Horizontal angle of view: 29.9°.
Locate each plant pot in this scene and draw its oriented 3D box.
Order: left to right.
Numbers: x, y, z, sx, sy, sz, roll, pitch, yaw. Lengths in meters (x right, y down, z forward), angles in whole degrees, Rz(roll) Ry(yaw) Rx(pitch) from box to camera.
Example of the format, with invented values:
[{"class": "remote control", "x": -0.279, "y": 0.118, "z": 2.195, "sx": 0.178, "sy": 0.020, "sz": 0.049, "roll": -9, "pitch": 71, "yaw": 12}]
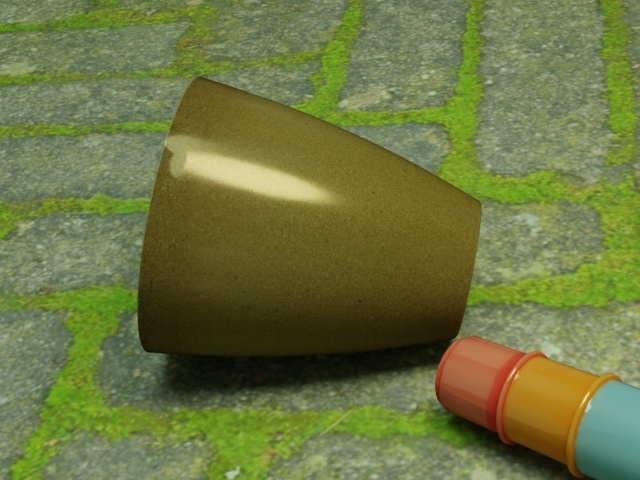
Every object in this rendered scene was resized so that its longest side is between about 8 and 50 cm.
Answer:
[{"class": "plant pot", "x": 0.000, "y": 0.000, "z": 1.005, "sx": 0.254, "sy": 0.237, "sz": 0.237, "roll": 10, "pitch": 37, "yaw": 4}]

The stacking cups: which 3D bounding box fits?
[{"class": "stacking cups", "x": 0.229, "y": 0.139, "z": 0.850, "sx": 0.316, "sy": 0.096, "sz": 0.096, "roll": 21, "pitch": 44, "yaw": 40}]
